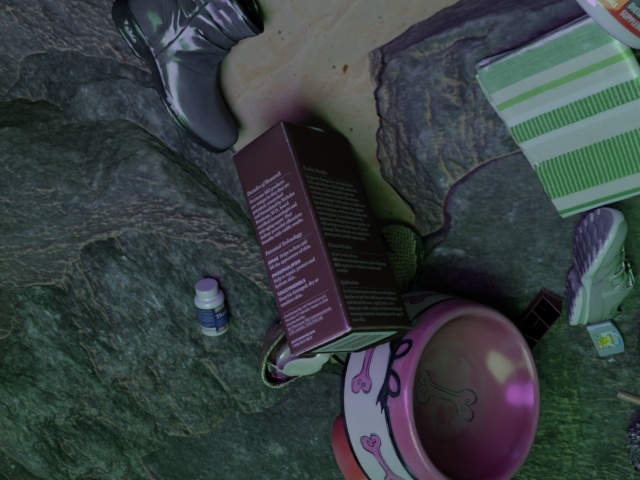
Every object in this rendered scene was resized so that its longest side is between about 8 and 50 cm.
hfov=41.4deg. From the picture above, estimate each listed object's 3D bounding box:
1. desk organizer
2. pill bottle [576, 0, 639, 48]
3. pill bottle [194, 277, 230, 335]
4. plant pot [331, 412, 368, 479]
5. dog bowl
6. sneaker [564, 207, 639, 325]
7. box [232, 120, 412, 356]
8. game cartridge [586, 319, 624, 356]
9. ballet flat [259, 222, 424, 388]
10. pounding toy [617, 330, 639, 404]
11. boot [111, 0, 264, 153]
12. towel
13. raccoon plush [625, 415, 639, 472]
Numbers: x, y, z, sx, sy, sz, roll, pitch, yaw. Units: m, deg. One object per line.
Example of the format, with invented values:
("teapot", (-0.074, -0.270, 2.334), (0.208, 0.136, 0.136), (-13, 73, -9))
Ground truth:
("desk organizer", (0.422, 0.161, 1.658), (0.047, 0.050, 0.130), (26, 128, -2))
("pill bottle", (0.499, -0.441, 1.097), (0.210, 0.210, 0.363), (39, 127, -12))
("pill bottle", (-0.238, 0.144, 1.844), (0.067, 0.067, 0.120), (4, 126, 15))
("plant pot", (0.202, 0.413, 1.798), (0.275, 0.275, 0.243), (39, 116, -12))
("dog bowl", (0.241, 0.289, 1.563), (0.408, 0.408, 0.150), (49, 149, -19))
("sneaker", (0.517, 0.044, 1.522), (0.115, 0.105, 0.281), (-1, 140, 2))
("box", (0.000, 0.000, 1.458), (0.143, 0.191, 0.381), (-28, 69, 33))
("game cartridge", (0.562, 0.191, 1.659), (0.056, 0.017, 0.083), (-21, 117, 25))
("ballet flat", (0.033, 0.164, 1.701), (0.164, 0.182, 0.483), (37, 127, -13))
("pounding toy", (0.657, 0.218, 1.518), (0.183, 0.110, 0.236), (23, 96, 19))
("boot", (-0.186, -0.321, 1.467), (0.223, 0.118, 0.338), (-22, 120, 24))
("towel", (0.428, -0.196, 1.383), (0.248, 0.038, 0.325), (-19, 117, 41))
("raccoon plush", (0.688, 0.437, 1.617), (0.216, 0.299, 0.446), (-10, 121, 24))
